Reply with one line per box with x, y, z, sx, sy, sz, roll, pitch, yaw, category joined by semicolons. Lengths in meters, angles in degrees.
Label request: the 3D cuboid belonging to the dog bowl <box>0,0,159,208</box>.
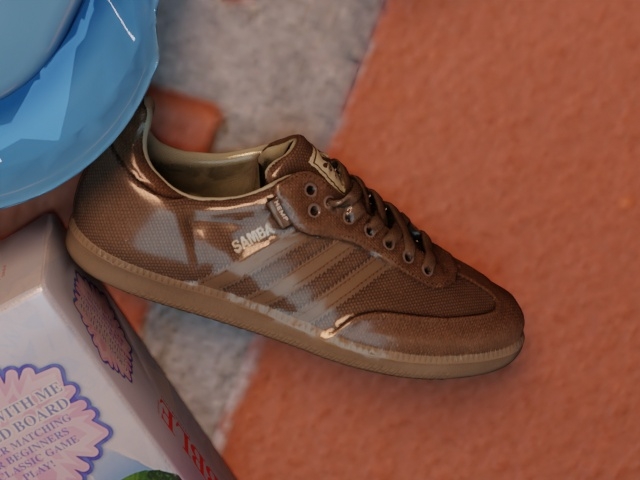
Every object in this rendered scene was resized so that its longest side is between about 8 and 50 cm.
-0.102;-0.151;0.483;0.166;0.074;0.297;23;111;-18;dog bowl

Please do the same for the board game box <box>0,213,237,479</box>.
-0.169;0.193;0.653;0.319;0.066;0.318;-28;116;7;board game box

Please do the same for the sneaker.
0.000;0.000;0.576;0.188;0.066;0.071;14;113;-14;sneaker
